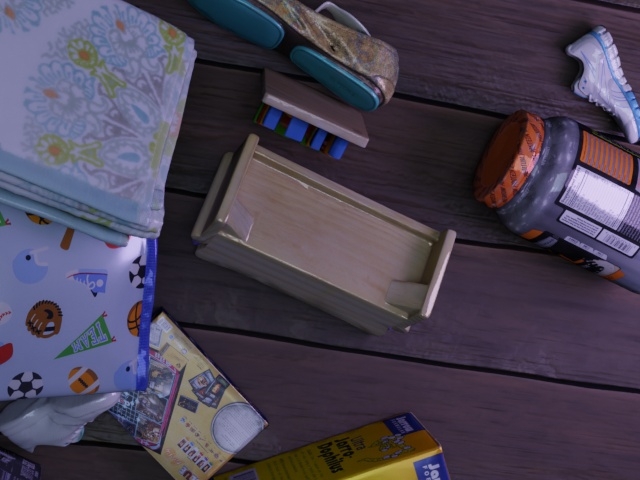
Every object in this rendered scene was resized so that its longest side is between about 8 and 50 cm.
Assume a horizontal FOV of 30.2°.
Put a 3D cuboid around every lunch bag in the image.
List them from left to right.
[{"bbox_3d":[-0.401,0.002,1.601,0.328,0.239,0.385,-2,104,-33],"label":"lunch bag"}]

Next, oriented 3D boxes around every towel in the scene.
[{"bbox_3d":[-0.346,-0.190,1.502,0.374,0.090,0.320,23,57,-25],"label":"towel"}]

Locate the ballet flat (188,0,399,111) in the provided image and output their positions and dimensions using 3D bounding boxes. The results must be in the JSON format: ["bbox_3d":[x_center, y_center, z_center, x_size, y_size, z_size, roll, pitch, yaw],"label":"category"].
[{"bbox_3d":[-0.035,-0.318,1.730,0.348,0.123,0.123,30,92,-12],"label":"ballet flat"}]

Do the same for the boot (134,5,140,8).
[{"bbox_3d":[-0.358,-0.247,1.691,0.244,0.088,0.176,-19,100,-15],"label":"boot"}]

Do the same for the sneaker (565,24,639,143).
[{"bbox_3d":[0.436,-0.231,1.843,0.083,0.071,0.190,-25,93,1],"label":"sneaker"}]

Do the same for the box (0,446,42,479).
[{"bbox_3d":[-0.510,0.328,1.629,0.242,0.307,0.076,28,88,-13],"label":"box"}]

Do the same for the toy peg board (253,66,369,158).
[{"bbox_3d":[-0.024,-0.168,1.727,0.161,0.160,0.079,23,109,-12],"label":"toy peg board"}]

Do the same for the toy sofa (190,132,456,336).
[{"bbox_3d":[0.000,0.000,1.769,0.363,0.177,0.150,25,68,-12],"label":"toy sofa"}]

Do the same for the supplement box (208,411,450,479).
[{"bbox_3d":[0.018,0.423,1.790,0.357,0.195,0.194,-18,100,-7],"label":"supplement box"}]

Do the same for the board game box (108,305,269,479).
[{"bbox_3d":[-0.219,0.244,1.802,0.165,0.042,0.243,-41,102,-2],"label":"board game box"}]

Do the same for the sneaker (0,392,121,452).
[{"bbox_3d":[-0.367,0.259,1.744,0.212,0.080,0.094,-19,121,24],"label":"sneaker"}]

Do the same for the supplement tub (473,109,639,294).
[{"bbox_3d":[0.402,-0.062,1.790,0.316,0.193,0.193,26,93,-12],"label":"supplement tub"}]
